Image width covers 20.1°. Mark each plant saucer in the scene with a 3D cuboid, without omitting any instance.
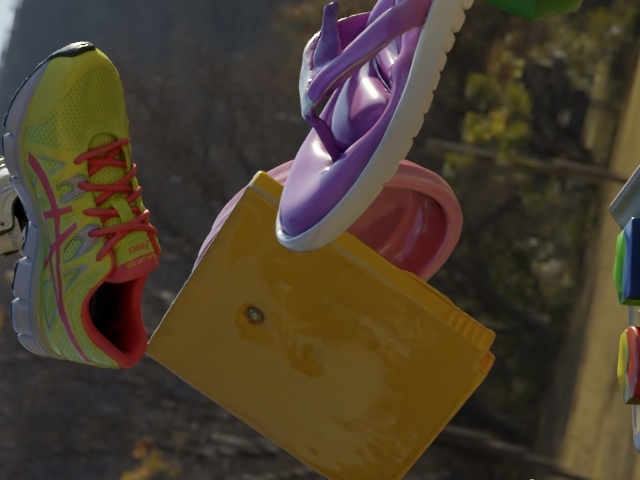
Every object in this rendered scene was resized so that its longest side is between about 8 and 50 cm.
[{"bbox_3d":[0.000,0.000,2.120,0.332,0.332,0.084,100,153,-55],"label":"plant saucer"}]

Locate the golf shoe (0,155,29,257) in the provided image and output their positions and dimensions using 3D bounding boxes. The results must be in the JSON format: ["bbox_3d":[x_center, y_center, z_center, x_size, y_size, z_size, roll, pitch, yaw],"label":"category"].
[{"bbox_3d":[-0.308,-0.006,1.597,0.176,0.086,0.069,-54,-23,-36],"label":"golf shoe"}]

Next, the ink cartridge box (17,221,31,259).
[{"bbox_3d":[-0.288,-0.050,2.078,0.072,0.127,0.175,57,-169,-43],"label":"ink cartridge box"}]

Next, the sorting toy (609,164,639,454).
[{"bbox_3d":[0.244,0.042,1.293,0.193,0.038,0.208,108,159,-69],"label":"sorting toy"}]

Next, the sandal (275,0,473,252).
[{"bbox_3d":[0.039,-0.169,1.531,0.169,0.102,0.416,-28,32,56],"label":"sandal"}]

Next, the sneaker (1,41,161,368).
[{"bbox_3d":[-0.130,-0.016,1.074,0.081,0.094,0.208,-25,-54,-42],"label":"sneaker"}]

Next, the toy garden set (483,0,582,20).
[{"bbox_3d":[0.090,-0.238,1.338,0.204,0.244,0.049,-23,-45,-62],"label":"toy garden set"}]

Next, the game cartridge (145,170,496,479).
[{"bbox_3d":[-0.001,0.114,1.967,0.285,0.323,0.053,-55,1,37],"label":"game cartridge"}]
